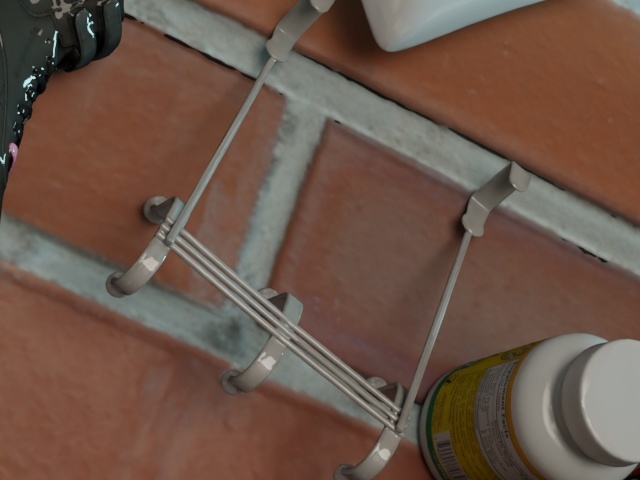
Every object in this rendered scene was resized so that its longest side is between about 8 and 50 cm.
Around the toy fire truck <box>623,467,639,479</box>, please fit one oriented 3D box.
[{"bbox_3d":[0.366,0.157,1.480,0.158,0.217,0.246,37,50,-13],"label":"toy fire truck"}]

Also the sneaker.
[{"bbox_3d":[-0.205,-0.117,1.309,0.146,0.104,0.296,1,73,-21],"label":"sneaker"}]

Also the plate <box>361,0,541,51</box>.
[{"bbox_3d":[0.121,-0.317,1.485,0.278,0.045,0.277,-21,97,-32],"label":"plate"}]

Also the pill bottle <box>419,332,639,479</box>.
[{"bbox_3d":[0.171,0.132,1.378,0.117,0.208,0.118,6,75,-25],"label":"pill bottle"}]

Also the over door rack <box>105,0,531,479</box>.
[{"bbox_3d":[0.000,0.000,1.397,0.239,0.108,0.324,41,49,-13],"label":"over door rack"}]
